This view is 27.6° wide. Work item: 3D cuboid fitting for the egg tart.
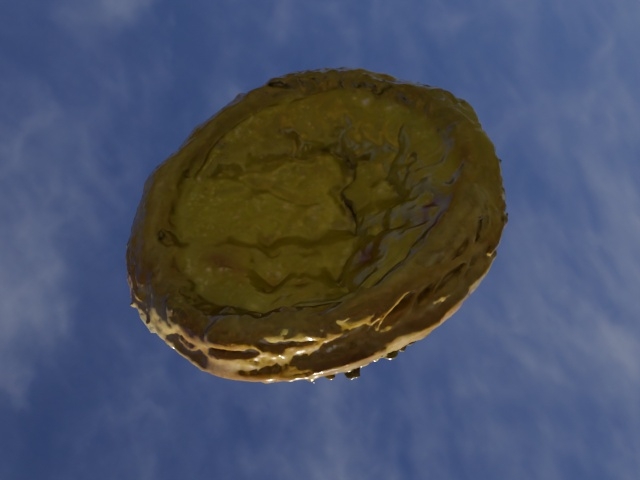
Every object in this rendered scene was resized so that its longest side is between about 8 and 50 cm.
[{"bbox_3d":[0.000,0.000,0.609,0.191,0.191,0.074,-77,-27,-42],"label":"egg tart"}]
